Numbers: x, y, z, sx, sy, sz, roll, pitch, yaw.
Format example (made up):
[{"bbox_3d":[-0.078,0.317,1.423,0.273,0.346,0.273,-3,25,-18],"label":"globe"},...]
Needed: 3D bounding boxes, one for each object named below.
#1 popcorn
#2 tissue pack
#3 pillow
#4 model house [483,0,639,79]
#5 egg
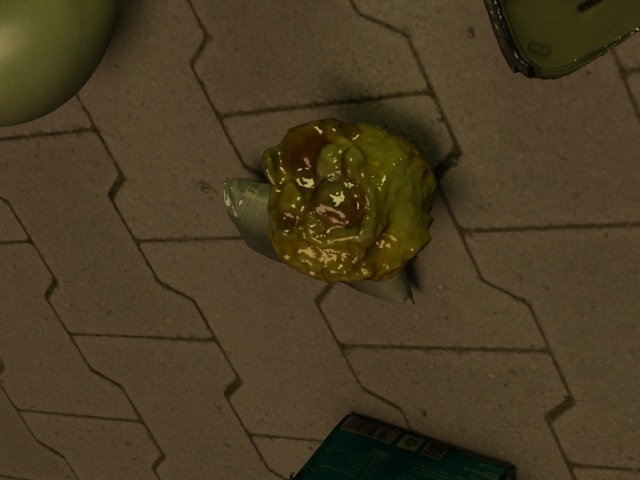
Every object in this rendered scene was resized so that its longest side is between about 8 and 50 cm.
[{"bbox_3d":[0.033,-0.045,1.697,0.198,0.197,0.155,26,161,20],"label":"popcorn"},{"bbox_3d":[0.109,0.363,2.030,0.271,0.192,0.134,16,135,32],"label":"tissue pack"},{"bbox_3d":[0.001,0.001,1.862,0.254,0.078,0.144,19,148,28],"label":"pillow"},{"bbox_3d":[0.166,-0.295,1.377,0.279,0.205,0.218,38,155,60],"label":"model house"},{"bbox_3d":[-0.361,-0.256,1.812,0.295,0.218,0.218,-25,108,39],"label":"egg"}]
